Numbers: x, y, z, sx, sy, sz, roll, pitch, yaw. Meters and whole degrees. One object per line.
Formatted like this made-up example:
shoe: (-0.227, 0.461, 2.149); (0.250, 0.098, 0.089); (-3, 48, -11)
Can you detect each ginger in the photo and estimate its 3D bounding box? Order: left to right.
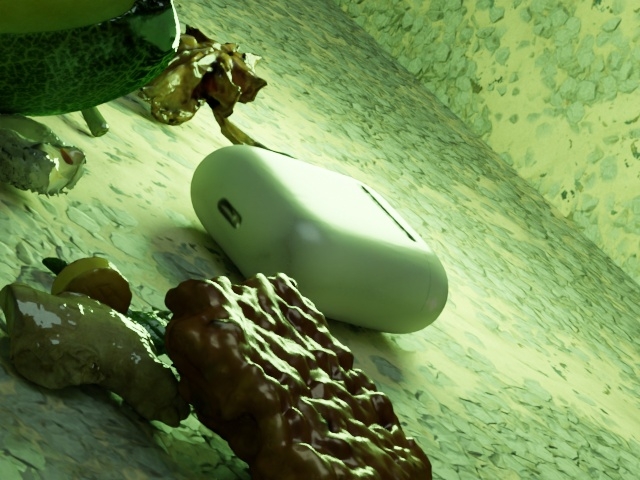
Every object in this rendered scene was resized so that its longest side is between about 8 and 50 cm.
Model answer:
ginger: (-0.221, 0.106, 1.650); (0.213, 0.074, 0.137); (22, 37, -26)

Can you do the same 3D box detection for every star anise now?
star anise: (-0.166, -0.220, 2.601); (0.346, 0.148, 0.237); (37, 38, 4)

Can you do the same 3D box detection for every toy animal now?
toy animal: (-0.210, 0.078, 1.819); (0.217, 0.041, 0.075); (36, 17, 25)

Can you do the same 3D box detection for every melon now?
melon: (-0.349, -0.252, 2.015); (0.344, 0.226, 0.331); (18, -8, 34)

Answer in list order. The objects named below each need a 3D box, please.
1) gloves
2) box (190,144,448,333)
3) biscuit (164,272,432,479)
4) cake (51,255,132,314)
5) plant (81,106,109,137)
gloves: (-0.365, -0.105, 1.992); (0.153, 0.070, 0.114); (32, 23, 17)
box: (0.001, -0.001, 2.265); (0.349, 0.141, 0.288); (17, 22, -45)
biscuit: (-0.026, 0.171, 1.691); (0.312, 0.110, 0.318); (53, 18, 15)
cake: (-0.240, 0.059, 1.740); (0.084, 0.084, 0.044); (20, 18, -39)
plant: (-0.379, -0.296, 2.406); (0.306, 0.297, 0.261); (-20, 11, -18)
